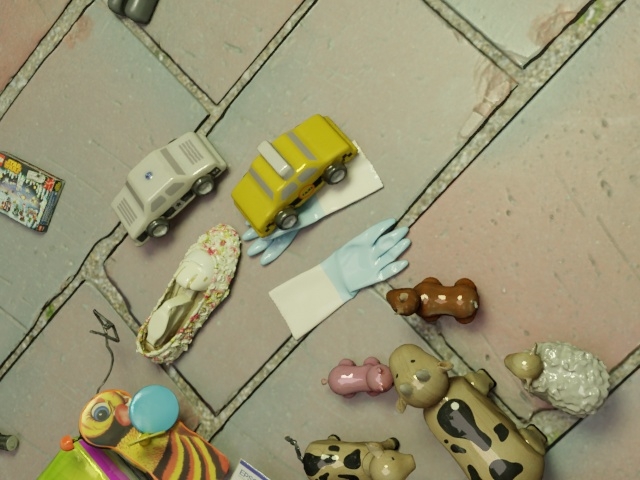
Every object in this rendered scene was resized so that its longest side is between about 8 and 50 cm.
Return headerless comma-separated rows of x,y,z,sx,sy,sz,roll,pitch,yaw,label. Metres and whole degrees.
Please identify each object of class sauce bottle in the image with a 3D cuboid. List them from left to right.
-0.566,0.334,1.350,0.128,0.042,0.042,2,89,22,sauce bottle

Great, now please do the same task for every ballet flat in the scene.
-0.197,0.084,1.195,0.091,0.077,0.241,32,99,22,ballet flat

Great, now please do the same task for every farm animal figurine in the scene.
0.141,0.218,1.005,0.327,0.172,0.330,31,99,20,farm animal figurine

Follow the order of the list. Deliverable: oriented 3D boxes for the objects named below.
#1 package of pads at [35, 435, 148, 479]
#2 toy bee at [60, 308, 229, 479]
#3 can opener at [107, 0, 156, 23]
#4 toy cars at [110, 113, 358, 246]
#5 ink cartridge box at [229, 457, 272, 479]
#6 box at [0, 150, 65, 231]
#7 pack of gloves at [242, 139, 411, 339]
-0.374,0.466,1.237,0.229,0.101,0.296,42,102,17,package of pads
-0.284,0.275,1.169,0.298,0.195,0.162,39,65,22,toy bee
-0.259,-0.480,1.231,0.076,0.095,0.283,27,98,21,can opener
-0.144,-0.093,1.154,0.394,0.087,0.176,-4,70,23,toy cars
-0.112,0.486,1.154,0.165,0.065,0.332,32,101,20,ink cartridge box
-0.500,-0.083,1.347,0.137,0.027,0.094,24,96,21,box
0.000,0.000,1.138,0.232,0.046,0.195,-35,75,17,pack of gloves
